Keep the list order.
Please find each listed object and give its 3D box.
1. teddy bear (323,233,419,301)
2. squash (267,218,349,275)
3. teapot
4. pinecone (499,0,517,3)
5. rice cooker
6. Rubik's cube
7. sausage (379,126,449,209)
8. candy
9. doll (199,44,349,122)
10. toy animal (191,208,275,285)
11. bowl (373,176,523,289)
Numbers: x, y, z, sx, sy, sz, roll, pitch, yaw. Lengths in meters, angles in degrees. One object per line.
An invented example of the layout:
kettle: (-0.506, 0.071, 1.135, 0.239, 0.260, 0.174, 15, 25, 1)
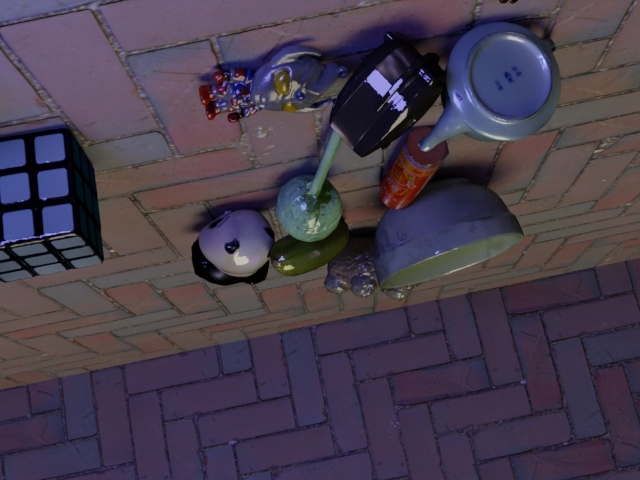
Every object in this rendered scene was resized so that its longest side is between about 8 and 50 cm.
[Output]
teddy bear: (0.139, 0.061, 1.989, 0.267, 0.151, 0.236, 8, 179, -44)
squash: (0.000, 0.000, 1.671, 0.094, 0.095, 0.341, -20, -176, 26)
teapot: (0.233, -0.205, 1.158, 0.232, 0.159, 0.159, -38, 168, -11)
pinecone: (0.190, -0.297, 0.891, 0.109, 0.102, 0.102, -5, 166, 16)
rice cooker: (0.084, -0.184, 1.103, 0.165, 0.106, 0.112, -56, 167, 31)
Rubik's cube: (-0.405, -0.046, 1.197, 0.163, 0.162, 0.160, -11, 165, -5)
sausage: (0.156, -0.117, 1.523, 0.074, 0.074, 0.274, -9, 165, -11)
candy: (0.006, -0.124, 1.378, 0.119, 0.119, 0.440, -8, 156, -14)
doll: (-0.058, -0.199, 1.099, 0.194, 0.062, 0.104, -12, 121, 3)
toy animal: (-0.156, 0.007, 1.638, 0.166, 0.138, 0.179, -26, 164, -30)
bowl: (0.242, -0.023, 1.713, 0.307, 0.164, 0.307, -15, 169, -3)
